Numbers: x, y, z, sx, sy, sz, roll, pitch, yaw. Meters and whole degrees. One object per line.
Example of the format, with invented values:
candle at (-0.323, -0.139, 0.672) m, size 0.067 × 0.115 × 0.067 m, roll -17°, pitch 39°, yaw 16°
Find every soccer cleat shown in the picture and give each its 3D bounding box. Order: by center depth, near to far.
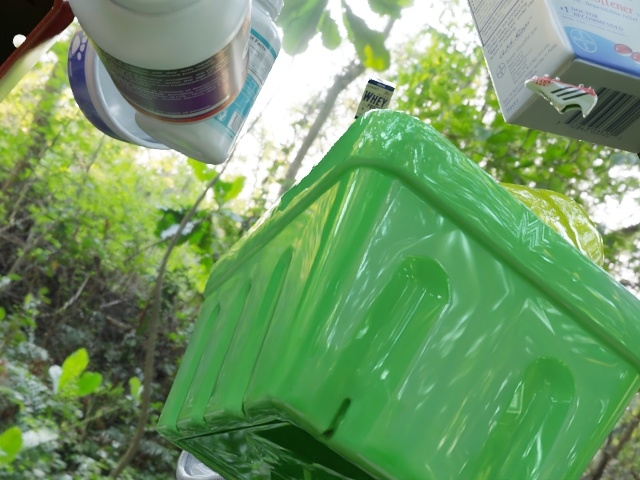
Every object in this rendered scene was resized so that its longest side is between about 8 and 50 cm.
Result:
soccer cleat at (0.269, -0.163, 0.741) m, size 0.083 × 0.035 × 0.029 m, roll 23°, pitch -1°, yaw 29°

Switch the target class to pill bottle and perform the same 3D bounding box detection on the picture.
pill bottle at (-0.166, -0.249, 0.715) m, size 0.181 × 0.181 × 0.323 m, roll 29°, pitch -7°, yaw -5°
pill bottle at (-0.151, -0.254, 0.957) m, size 0.146 × 0.264 × 0.146 m, roll 24°, pitch -8°, yaw 4°

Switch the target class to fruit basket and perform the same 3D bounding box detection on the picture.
fruit basket at (0.079, 0.045, 0.533) m, size 0.283 × 0.392 × 0.392 m, roll 37°, pitch -13°, yaw -10°

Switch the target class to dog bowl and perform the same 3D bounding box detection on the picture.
dog bowl at (-0.298, -0.296, 1.149) m, size 0.104 × 0.265 × 0.265 m, roll 16°, pitch -16°, yaw 43°

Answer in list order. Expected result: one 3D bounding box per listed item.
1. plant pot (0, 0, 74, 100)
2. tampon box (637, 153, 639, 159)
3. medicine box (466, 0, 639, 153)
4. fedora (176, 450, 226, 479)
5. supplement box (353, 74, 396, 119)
plant pot at (-0.472, -0.299, 0.833) m, size 0.267 × 0.267 × 0.236 m, roll 44°, pitch 10°, yaw -12°
tampon box at (0.606, -0.170, 1.041) m, size 0.120 × 0.101 × 0.161 m, roll -7°, pitch -23°, yaw -33°
medicine box at (0.401, -0.308, 1.017) m, size 0.263 × 0.289 × 0.149 m, roll 7°, pitch -33°, yaw -22°
fedora at (-0.096, 0.336, 0.942) m, size 0.275 × 0.243 × 0.124 m, roll -5°, pitch -65°, yaw 16°
supplement box at (0.108, -0.274, 1.287) m, size 0.056 × 0.083 × 0.083 m, roll 20°, pitch 19°, yaw 0°
